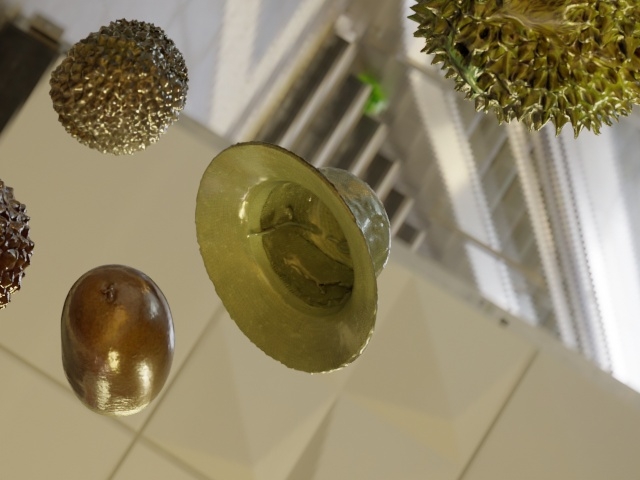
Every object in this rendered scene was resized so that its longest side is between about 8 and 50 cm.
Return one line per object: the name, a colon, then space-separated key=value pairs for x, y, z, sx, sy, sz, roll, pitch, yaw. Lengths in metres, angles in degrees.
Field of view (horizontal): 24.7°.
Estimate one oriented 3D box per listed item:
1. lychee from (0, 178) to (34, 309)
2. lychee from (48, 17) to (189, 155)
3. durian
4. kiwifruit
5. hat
lychee: x=-0.356 y=0.009 z=1.312 sx=0.188 sy=0.188 sz=0.188 roll=-58 pitch=174 yaw=-9
lychee: x=-0.098 y=-0.076 z=0.717 sx=0.083 sy=0.068 sz=0.067 roll=-20 pitch=-124 yaw=58
durian: x=0.197 y=-0.217 z=1.275 sx=0.224 sy=0.291 sz=0.291 roll=-42 pitch=169 yaw=-18
kiwifruit: x=-0.124 y=0.062 z=0.894 sx=0.075 sy=0.075 sz=0.124 roll=-55 pitch=165 yaw=-30
hat: x=0.000 y=0.000 z=1.540 sx=0.130 sy=0.257 sz=0.257 roll=-27 pitch=154 yaw=-42
